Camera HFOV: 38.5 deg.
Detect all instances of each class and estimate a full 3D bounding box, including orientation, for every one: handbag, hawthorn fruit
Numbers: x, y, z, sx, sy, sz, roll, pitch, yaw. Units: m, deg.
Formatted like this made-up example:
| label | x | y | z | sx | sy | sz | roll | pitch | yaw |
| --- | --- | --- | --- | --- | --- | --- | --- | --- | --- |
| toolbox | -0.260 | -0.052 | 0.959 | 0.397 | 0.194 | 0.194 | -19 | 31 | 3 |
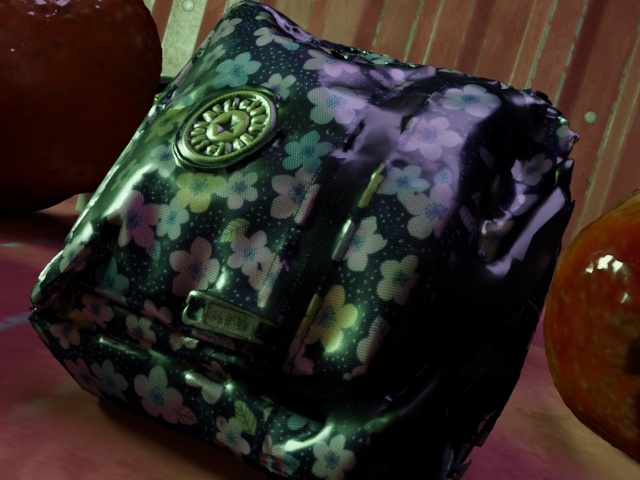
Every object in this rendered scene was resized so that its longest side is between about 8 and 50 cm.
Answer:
| label | x | y | z | sx | sy | sz | roll | pitch | yaw |
| --- | --- | --- | --- | --- | --- | --- | --- | --- | --- |
| handbag | 0.000 | 0.000 | 0.402 | 0.208 | 0.228 | 0.126 | 16 | -30 | 32 |
| hawthorn fruit | 0.243 | 0.055 | 0.603 | 0.205 | 0.205 | 0.253 | 19 | 10 | 28 |
| hawthorn fruit | -0.318 | -0.157 | 0.830 | 0.330 | 0.287 | 0.287 | -1 | 16 | -46 |

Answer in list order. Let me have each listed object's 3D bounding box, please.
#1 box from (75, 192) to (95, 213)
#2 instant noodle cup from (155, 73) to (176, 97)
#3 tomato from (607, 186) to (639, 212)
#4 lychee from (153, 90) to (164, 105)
| label | x | y | z | sx | sy | sz | roll | pitch | yaw |
| --- | --- | --- | --- | --- | --- | --- | --- | --- | --- |
| box | -0.115 | -0.034 | 0.975 | 0.203 | 0.106 | 0.252 | 14 | 4 | -38 |
| instant noodle cup | -0.243 | -0.163 | 1.589 | 0.216 | 0.215 | 0.236 | 13 | 13 | -37 |
| tomato | 0.573 | 0.048 | 1.423 | 0.317 | 0.282 | 0.316 | 6 | -3 | 0 |
| lychee | -0.191 | -0.120 | 1.316 | 0.195 | 0.194 | 0.194 | 16 | 5 | -1 |
